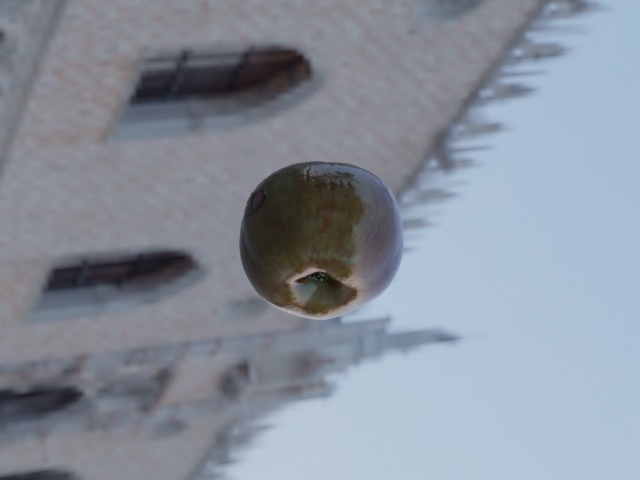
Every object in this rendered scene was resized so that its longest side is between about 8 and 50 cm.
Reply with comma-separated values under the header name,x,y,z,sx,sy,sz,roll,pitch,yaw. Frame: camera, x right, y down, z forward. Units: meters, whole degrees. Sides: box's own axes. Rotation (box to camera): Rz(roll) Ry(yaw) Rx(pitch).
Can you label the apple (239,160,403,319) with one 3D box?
name,x,y,z,sx,sy,sz,roll,pitch,yaw
apple,0.002,0.002,1.465,0.126,0.126,0.102,114,-22,-50
